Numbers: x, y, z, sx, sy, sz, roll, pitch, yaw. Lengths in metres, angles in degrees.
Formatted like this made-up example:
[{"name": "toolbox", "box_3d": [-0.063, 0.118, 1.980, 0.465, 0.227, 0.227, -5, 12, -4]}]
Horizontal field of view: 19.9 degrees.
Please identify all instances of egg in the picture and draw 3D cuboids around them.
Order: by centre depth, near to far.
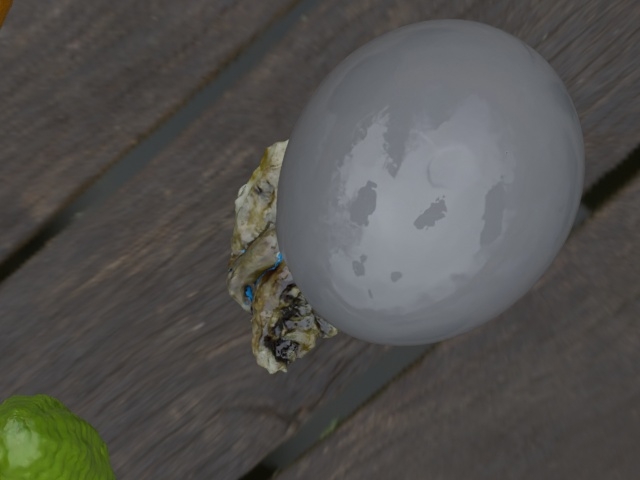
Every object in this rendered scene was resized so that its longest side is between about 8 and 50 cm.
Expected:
[{"name": "egg", "box_3d": [0.063, -0.032, 1.087, 0.176, 0.232, 0.176, 17, 136, 17]}]

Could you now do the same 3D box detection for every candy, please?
[{"name": "candy", "box_3d": [-0.185, 0.147, 1.190, 0.096, 0.209, 0.097, 1, 71, -2]}]

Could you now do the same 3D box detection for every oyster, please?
[{"name": "oyster", "box_3d": [0.000, 0.000, 1.811, 0.214, 0.083, 0.223, -24, 100, 2]}]

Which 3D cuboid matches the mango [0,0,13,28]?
[{"name": "mango", "box_3d": [-0.195, -0.166, 0.712, 0.187, 0.138, 0.257, -26, 107, 5]}]
